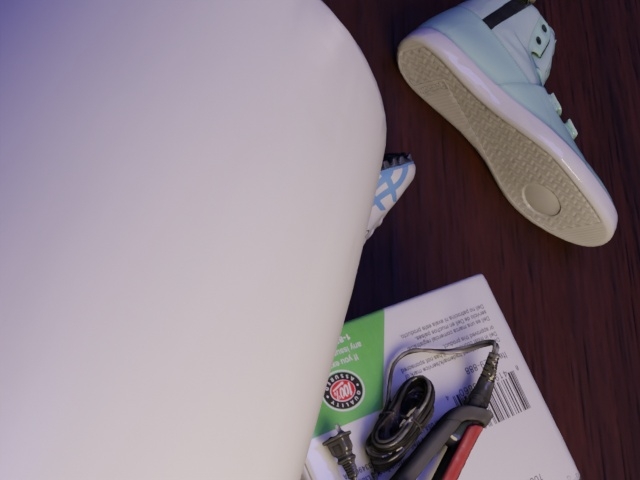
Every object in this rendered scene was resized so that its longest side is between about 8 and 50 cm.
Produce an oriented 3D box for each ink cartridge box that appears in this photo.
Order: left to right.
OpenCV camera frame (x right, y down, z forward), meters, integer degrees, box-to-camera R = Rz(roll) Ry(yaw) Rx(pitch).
[{"bbox_3d":[0.072,0.196,0.843,0.211,0.121,0.289,-16,76,-35],"label":"ink cartridge box"}]

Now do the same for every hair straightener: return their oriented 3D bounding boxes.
[{"bbox_3d":[0.049,0.136,0.752,0.089,0.047,0.230,41,56,-5],"label":"hair straightener"}]

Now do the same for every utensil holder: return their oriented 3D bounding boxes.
[{"bbox_3d":[-0.153,0.060,0.630,0.327,0.327,0.385,29,55,-16],"label":"utensil holder"}]

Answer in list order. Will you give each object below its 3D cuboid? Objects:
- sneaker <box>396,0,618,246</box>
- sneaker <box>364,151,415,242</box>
[{"bbox_3d":[0.204,-0.124,1.094,0.256,0.094,0.151,48,58,1],"label":"sneaker"},{"bbox_3d":[0.000,0.000,0.932,0.237,0.085,0.086,-41,117,-42],"label":"sneaker"}]
